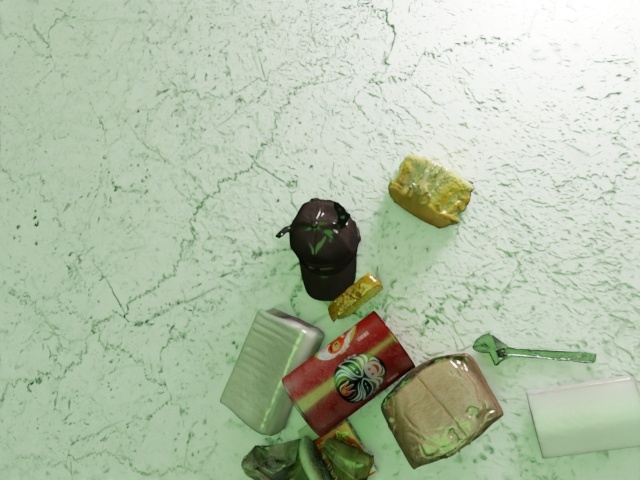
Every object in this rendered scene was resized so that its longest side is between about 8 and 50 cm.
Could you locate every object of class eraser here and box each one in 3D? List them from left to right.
[{"bbox_3d":[0.052,0.642,1.705,0.157,0.038,0.230,-37,74,13],"label":"eraser"},{"bbox_3d":[0.699,0.464,1.465,0.270,0.095,0.174,-15,79,18],"label":"eraser"}]

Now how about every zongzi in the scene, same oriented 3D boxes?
[{"bbox_3d":[0.064,0.686,1.642,0.160,0.078,0.176,20,100,25],"label":"zongzi"}]

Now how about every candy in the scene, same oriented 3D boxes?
[{"bbox_3d":[-0.155,0.403,1.749,0.208,0.145,0.358,25,92,20],"label":"candy"}]

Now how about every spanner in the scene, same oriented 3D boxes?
[{"bbox_3d":[0.593,0.312,1.559,0.326,0.026,0.093,1,83,18],"label":"spanner"}]

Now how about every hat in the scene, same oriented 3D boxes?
[{"bbox_3d":[-0.121,0.723,1.677,0.149,0.214,0.244,-35,71,39],"label":"hat"},{"bbox_3d":[-0.006,0.020,1.706,0.238,0.209,0.336,-5,84,16],"label":"hat"}]

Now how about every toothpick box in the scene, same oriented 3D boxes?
[{"bbox_3d":[0.080,0.379,1.597,0.333,0.204,0.204,-35,73,-2],"label":"toothpick box"}]

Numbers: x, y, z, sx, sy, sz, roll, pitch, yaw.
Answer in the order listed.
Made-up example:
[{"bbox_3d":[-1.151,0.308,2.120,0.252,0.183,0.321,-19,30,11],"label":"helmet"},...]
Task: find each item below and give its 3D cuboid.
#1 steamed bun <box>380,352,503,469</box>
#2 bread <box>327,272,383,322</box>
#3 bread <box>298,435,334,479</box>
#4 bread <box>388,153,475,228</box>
[{"bbox_3d":[0.339,0.473,1.548,0.301,0.199,0.251,-33,57,5],"label":"steamed bun"},{"bbox_3d":[0.105,0.174,1.704,0.187,0.103,0.065,-44,72,12],"label":"bread"},{"bbox_3d":[-0.011,0.672,1.645,0.036,0.112,0.193,-35,75,11],"label":"bread"},{"bbox_3d":[0.316,-0.154,1.649,0.252,0.133,0.174,32,94,20],"label":"bread"}]
